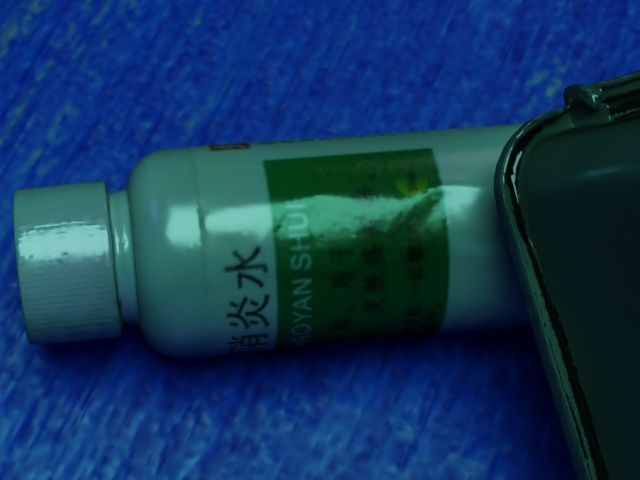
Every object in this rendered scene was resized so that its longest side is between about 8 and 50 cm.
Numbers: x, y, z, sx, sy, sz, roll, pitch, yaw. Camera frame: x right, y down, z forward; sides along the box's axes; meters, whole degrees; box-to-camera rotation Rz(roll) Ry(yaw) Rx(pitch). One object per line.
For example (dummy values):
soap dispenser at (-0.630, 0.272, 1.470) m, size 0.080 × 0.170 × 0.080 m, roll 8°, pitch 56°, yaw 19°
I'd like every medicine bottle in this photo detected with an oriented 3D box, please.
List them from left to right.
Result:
medicine bottle at (0.000, 0.000, 0.596) m, size 0.260 × 0.095 × 0.095 m, roll -4°, pitch 62°, yaw -7°

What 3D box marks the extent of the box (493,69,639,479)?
box at (0.187, 0.039, 0.516) m, size 0.163 × 0.135 × 0.243 m, roll -17°, pitch 92°, yaw -25°
